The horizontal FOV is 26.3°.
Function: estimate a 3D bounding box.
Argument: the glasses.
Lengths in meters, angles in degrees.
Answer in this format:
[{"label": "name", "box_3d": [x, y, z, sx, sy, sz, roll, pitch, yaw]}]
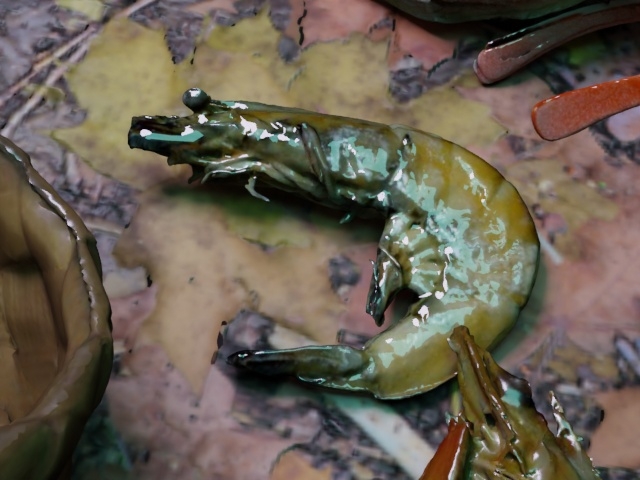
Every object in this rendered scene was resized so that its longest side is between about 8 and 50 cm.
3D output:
[{"label": "glasses", "box_3d": [0.225, -0.107, 0.663, 0.268, 0.118, 0.234, 4, 18, -3]}]

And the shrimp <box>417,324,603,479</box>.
[{"label": "shrimp", "box_3d": [0.076, 0.157, 0.584, 0.145, 0.061, 0.267, -7, 62, 3]}]

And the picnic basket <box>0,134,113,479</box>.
[{"label": "picnic basket", "box_3d": [-0.227, 0.006, 0.468, 0.293, 0.337, 0.337, 38, 64, 17]}]

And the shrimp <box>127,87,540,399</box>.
[{"label": "shrimp", "box_3d": [0.000, 0.000, 0.678, 0.217, 0.051, 0.150, 16, 67, 1]}]

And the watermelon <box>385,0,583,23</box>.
[{"label": "watermelon", "box_3d": [0.076, -0.161, 0.733, 0.187, 0.139, 0.071, 5, 80, 17]}]
